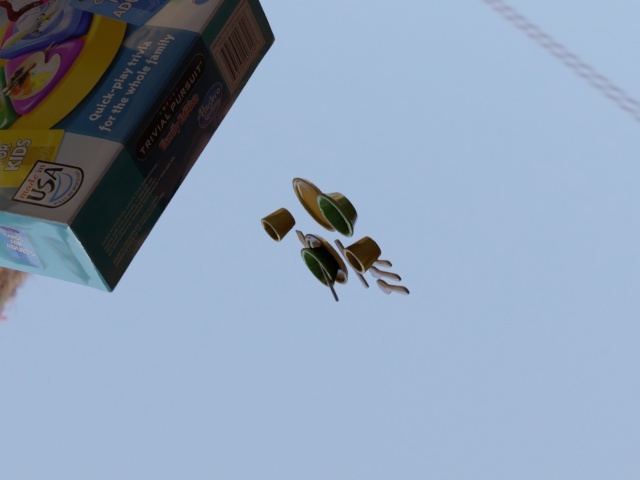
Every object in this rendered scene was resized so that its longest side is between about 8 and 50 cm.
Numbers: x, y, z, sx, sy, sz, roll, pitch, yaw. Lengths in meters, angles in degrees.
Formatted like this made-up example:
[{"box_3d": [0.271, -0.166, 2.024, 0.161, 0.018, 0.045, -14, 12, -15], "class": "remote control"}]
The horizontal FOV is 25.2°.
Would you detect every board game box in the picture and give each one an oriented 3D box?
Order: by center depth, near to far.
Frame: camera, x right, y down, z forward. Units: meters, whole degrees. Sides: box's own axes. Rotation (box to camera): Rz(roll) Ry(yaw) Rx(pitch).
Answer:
[{"box_3d": [-0.241, -0.109, 1.088, 0.336, 0.079, 0.253, 11, -125, 29], "class": "board game box"}]

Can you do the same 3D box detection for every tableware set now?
[{"box_3d": [0.000, 0.000, 1.036, 0.024, 0.154, 0.104, -38, -71, -16], "class": "tableware set"}]
